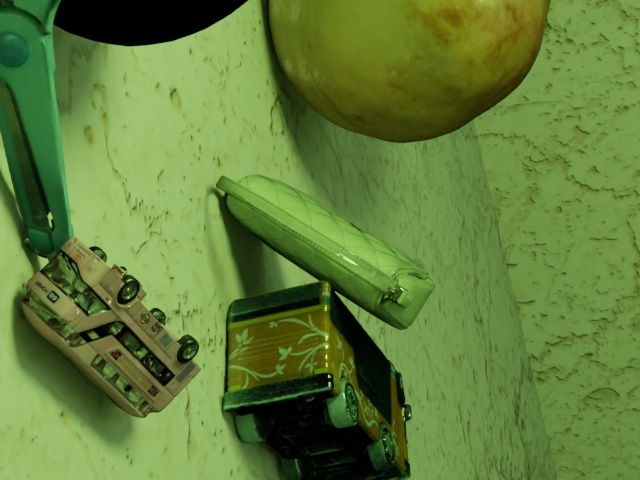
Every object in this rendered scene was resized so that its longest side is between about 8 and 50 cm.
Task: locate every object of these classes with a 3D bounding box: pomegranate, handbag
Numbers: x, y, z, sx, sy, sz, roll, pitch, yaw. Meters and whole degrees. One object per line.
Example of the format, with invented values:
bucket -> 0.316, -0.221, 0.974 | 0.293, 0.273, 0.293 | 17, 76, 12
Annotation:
pomegranate -> 0.119, -0.344, 1.998 | 0.411, 0.412, 0.411 | -11, 90, -73
handbag -> 0.000, 0.000, 1.684 | 0.079, 0.256, 0.219 | -58, 156, -1

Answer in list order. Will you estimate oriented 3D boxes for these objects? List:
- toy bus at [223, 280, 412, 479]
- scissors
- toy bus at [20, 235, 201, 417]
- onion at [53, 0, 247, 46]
toy bus -> 0.001, 0.175, 1.718 | 0.275, 0.139, 0.167 | 53, 29, -52
scissors -> -0.231, -0.159, 1.164 | 0.032, 0.180, 0.393 | -76, 163, -61
toy bus -> -0.173, 0.078, 1.271 | 0.063, 0.090, 0.203 | 37, -12, 35
onion -> -0.140, -0.309, 1.285 | 0.336, 0.282, 0.260 | -76, 148, -55
